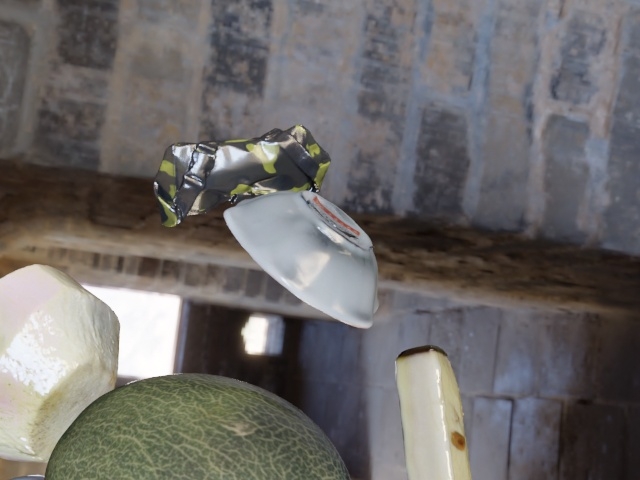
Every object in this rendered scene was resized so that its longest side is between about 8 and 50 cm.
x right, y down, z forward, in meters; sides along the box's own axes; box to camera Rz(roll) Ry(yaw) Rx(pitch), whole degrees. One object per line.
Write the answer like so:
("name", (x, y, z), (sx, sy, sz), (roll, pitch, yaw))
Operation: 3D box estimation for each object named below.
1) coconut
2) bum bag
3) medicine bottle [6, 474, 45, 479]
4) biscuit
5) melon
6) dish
("coconut", (-0.381, 0.160, 1.252), (0.259, 0.259, 0.259), (-171, 90, -76))
("bum bag", (-0.094, -0.085, 1.180), (0.060, 0.232, 0.107), (-132, 33, -53))
("medicine bottle", (-0.383, 0.506, 1.379), (0.306, 0.245, 0.245), (63, -160, -50))
("biscuit", (0.093, 0.181, 0.763), (0.056, 0.052, 0.188), (48, -147, -62))
("melon", (-0.115, 0.241, 0.874), (0.301, 0.237, 0.238), (10, 92, 33))
("dish", (0.000, 0.000, 1.102), (0.081, 0.229, 0.229), (-53, 22, 14))
